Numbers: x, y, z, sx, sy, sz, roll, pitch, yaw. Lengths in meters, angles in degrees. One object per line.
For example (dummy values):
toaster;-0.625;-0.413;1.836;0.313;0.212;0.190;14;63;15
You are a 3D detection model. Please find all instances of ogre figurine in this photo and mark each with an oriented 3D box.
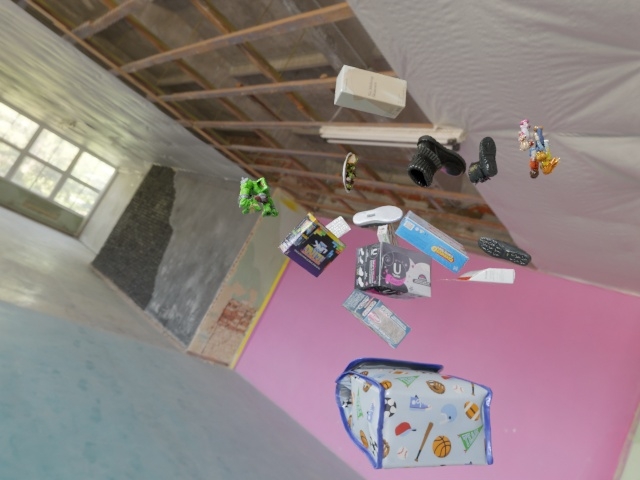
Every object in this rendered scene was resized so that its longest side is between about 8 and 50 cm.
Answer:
ogre figurine;-0.217;-0.149;1.471;0.197;0.118;0.097;2;-20;-42

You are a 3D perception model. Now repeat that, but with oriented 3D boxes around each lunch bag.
lunch bag;0.239;0.466;1.208;0.329;0.238;0.385;7;-9;-12

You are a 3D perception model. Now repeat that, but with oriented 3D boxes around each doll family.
doll family;0.859;-0.350;1.651;0.119;0.163;0.263;-10;-38;35

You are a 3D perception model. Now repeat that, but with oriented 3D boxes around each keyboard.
keyboard;0.000;0.000;1.728;0.072;0.256;0.014;54;-5;11

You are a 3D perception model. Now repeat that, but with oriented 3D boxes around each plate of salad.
plate of salad;0.155;-0.338;2.115;0.048;0.199;0.200;6;-16;18

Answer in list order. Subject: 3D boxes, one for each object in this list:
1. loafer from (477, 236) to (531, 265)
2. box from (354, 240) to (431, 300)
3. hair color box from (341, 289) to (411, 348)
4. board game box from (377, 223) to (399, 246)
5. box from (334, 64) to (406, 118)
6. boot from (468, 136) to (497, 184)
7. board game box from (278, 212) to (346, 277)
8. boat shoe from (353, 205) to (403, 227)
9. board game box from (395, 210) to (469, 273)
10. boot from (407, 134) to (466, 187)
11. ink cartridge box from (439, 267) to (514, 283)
loafer;0.785;0.044;1.811;0.223;0.076;0.078;26;22;24
box;0.262;0.115;1.506;0.248;0.163;0.142;15;-20;-30
hair color box;0.216;0.309;1.730;0.174;0.105;0.347;42;-7;-8
board game box;0.381;0.035;2.280;0.053;0.192;0.305;-12;-60;21
box;0.231;-0.689;1.971;0.312;0.147;0.121;8;-12;-13
boot;0.458;-0.223;1.204;0.045;0.121;0.099;-7;-3;-9
board game box;-0.022;0.018;1.285;0.170;0.141;0.048;40;4;-41
boat shoe;0.259;-0.092;1.866;0.229;0.080;0.076;-11;-30;27
board game box;0.492;-0.003;1.880;0.308;0.086;0.302;35;15;7
boot;0.634;-0.386;2.310;0.348;0.259;0.131;28;-30;-15
ink cartridge box;0.553;0.127;1.542;0.233;0.066;0.189;8;-6;3
